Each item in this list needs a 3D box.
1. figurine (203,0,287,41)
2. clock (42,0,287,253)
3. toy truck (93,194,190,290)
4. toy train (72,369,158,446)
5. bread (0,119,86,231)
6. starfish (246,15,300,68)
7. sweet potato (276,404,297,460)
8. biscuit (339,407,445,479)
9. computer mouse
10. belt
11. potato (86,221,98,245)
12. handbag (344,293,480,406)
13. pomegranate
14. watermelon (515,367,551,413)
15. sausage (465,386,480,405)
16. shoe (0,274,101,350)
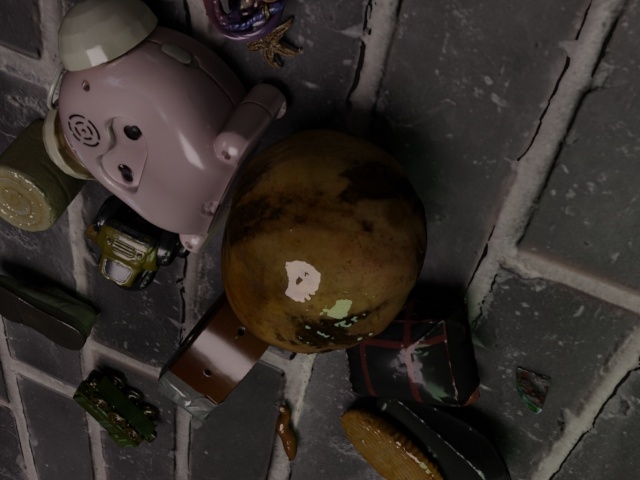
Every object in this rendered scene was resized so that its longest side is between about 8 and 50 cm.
[{"bbox_3d":[-0.104,-0.332,1.100,0.126,0.114,0.157,41,170,26],"label":"figurine"},{"bbox_3d":[-0.252,-0.173,1.325,0.326,0.184,0.342,35,134,2],"label":"clock"},{"bbox_3d":[-0.309,0.018,1.505,0.147,0.224,0.165,26,97,0],"label":"toy truck"},{"bbox_3d":[-0.481,0.394,2.089,0.137,0.090,0.225,-14,123,43],"label":"toy train"},{"bbox_3d":[-0.486,-0.111,1.541,0.134,0.141,0.148,20,140,7],"label":"bread"},{"bbox_3d":[-0.066,-0.270,1.217,0.078,0.028,0.091,9,140,20],"label":"starfish"},{"bbox_3d":[-0.073,0.403,1.892,0.044,0.044,0.179,10,129,22],"label":"sweet potato"},{"bbox_3d":[0.143,0.416,1.721,0.254,0.035,0.254,37,155,20],"label":"biscuit"},{"bbox_3d":[0.231,0.364,1.640,0.295,0.087,0.168,40,154,11],"label":"computer mouse"},{"bbox_3d":[-0.182,0.200,1.614,0.122,0.217,0.338,37,141,-6],"label":"belt"},{"bbox_3d":[-0.402,-0.004,1.674,0.083,0.040,0.051,28,134,1],"label":"potato"},{"bbox_3d":[0.140,0.164,1.438,0.215,0.155,0.169,3,119,30],"label":"handbag"},{"bbox_3d":[0.000,0.000,1.244,0.322,0.322,0.322,17,138,16],"label":"pomegranate"},{"bbox_3d":[0.362,0.250,1.486,0.061,0.085,0.085,-35,111,16],"label":"watermelon"},{"bbox_3d":[0.183,0.241,1.550,0.194,0.077,0.077,7,134,23],"label":"sausage"},{"bbox_3d":[-0.595,0.134,1.888,0.275,0.098,0.103,27,132,7],"label":"shoe"}]
